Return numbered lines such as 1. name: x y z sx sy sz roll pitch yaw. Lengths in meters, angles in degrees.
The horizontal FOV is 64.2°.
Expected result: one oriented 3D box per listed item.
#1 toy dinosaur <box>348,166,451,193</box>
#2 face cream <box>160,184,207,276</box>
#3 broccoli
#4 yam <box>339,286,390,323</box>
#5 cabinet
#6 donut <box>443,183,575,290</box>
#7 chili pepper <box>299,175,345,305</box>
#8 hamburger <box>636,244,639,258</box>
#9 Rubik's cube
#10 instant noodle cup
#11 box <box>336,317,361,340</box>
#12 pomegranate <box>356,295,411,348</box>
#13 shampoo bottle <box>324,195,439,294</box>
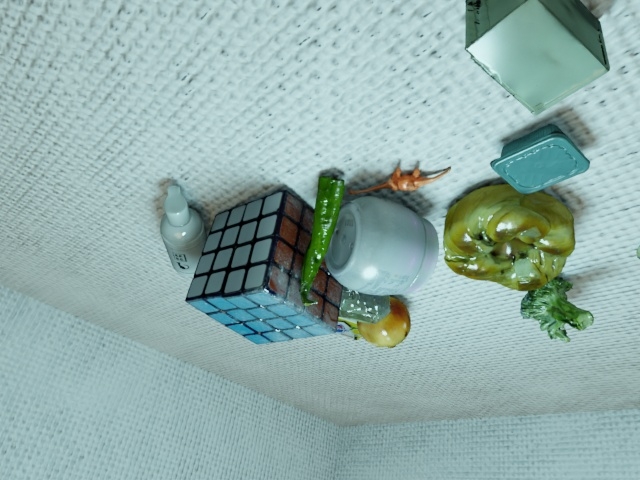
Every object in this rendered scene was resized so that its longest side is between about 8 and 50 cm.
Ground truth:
1. toy dinosaur: 0.204 -0.155 1.356 0.279 0.055 0.101 -2 168 16
2. face cream: -0.451 -0.027 1.672 0.145 0.145 0.370 9 149 3
3. broccoli: 0.743 0.244 1.603 0.177 0.275 0.198 -3 116 -3
4. yam: 0.105 0.182 1.788 0.271 0.202 0.201 27 118 -16
5. cabinet: 0.371 -0.359 0.900 0.206 0.145 0.150 28 144 -25
6. donut: 0.514 0.002 1.408 0.360 0.170 0.360 9 147 6
7. chili pepper: 0.000 0.000 1.408 0.085 0.359 0.076 11 180 27
8. hamburger: 0.964 0.035 1.423 0.140 0.062 0.133 -13 145 30
9. Rubik's cube: -0.150 0.099 1.594 0.337 0.344 0.344 -16 139 37
10. instant noodle cup: 0.510 -0.193 1.192 0.157 0.070 0.179 31 143 -31
11. box: 0.077 0.308 2.086 0.265 0.097 0.168 22 146 -17
12. pomegranate: 0.239 0.307 1.933 0.209 0.209 0.209 8 148 5
13. shampoo bottle: 0.169 0.019 1.440 0.266 0.273 0.273 12 150 -26
